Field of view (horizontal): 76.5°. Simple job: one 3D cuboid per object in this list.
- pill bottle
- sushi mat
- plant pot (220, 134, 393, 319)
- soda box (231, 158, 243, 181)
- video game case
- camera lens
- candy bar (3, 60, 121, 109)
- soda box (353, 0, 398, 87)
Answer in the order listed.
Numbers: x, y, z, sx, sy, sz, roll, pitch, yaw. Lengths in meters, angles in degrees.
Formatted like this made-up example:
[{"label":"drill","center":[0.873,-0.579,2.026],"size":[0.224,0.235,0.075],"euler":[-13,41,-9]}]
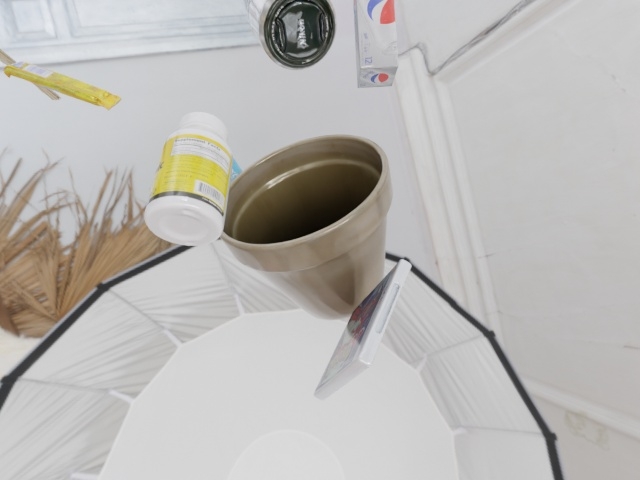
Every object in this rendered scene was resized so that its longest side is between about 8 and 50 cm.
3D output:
[{"label":"pill bottle","center":[-0.114,-0.059,0.367],"size":[0.065,0.065,0.116],"euler":[105,-12,-56]},{"label":"sushi mat","center":[-0.635,-0.370,0.784],"size":[0.151,0.019,0.316],"euler":[37,-7,-10]},{"label":"plant pot","center":[0.000,0.000,0.791],"size":[0.323,0.323,0.280],"euler":[52,-12,51]},{"label":"soda box","center":[-0.230,-0.153,0.921],"size":[0.071,0.067,0.210],"euler":[-37,-95,40]},{"label":"video game case","center":[0.063,0.144,0.639],"size":[0.023,0.183,0.201],"euler":[31,-38,2]},{"label":"camera lens","center":[-0.091,-0.639,1.170],"size":[0.274,0.219,0.219],"euler":[-116,-159,-44]},{"label":"candy bar","center":[-0.380,-0.229,0.597],"size":[0.040,0.161,0.018],"euler":[-74,-176,-45]},{"label":"soda box","center":[0.130,-0.528,0.987],"size":[0.098,0.091,0.286],"euler":[79,9,-82]}]
